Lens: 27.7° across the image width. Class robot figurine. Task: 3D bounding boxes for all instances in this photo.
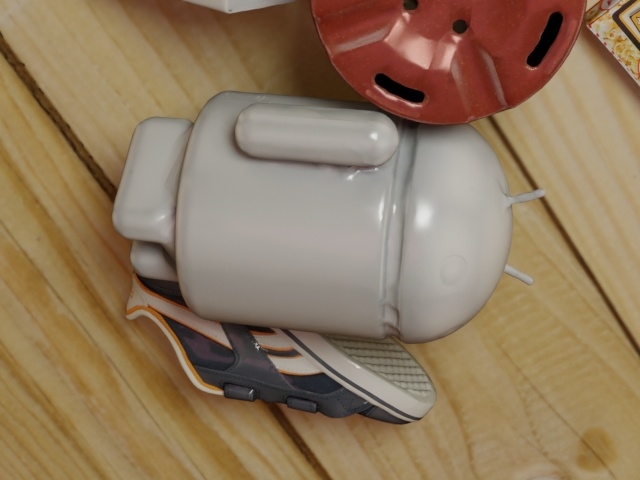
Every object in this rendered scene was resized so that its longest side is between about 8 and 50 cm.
[{"bbox_3d":[0.009,-0.021,1.101,0.353,0.200,0.300,7,156,8],"label":"robot figurine"}]

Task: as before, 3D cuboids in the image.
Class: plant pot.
[{"bbox_3d":[0.104,-0.228,1.044,0.272,0.265,0.272,2,114,5],"label":"plant pot"}]

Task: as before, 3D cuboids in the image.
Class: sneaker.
[{"bbox_3d":[-0.044,0.104,1.283,0.321,0.126,0.127,34,109,3],"label":"sneaker"}]

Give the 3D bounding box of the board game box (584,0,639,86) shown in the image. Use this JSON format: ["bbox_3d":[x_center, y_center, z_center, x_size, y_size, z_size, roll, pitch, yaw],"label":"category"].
[{"bbox_3d":[0.355,-0.204,1.147,0.193,0.045,0.147,-38,105,19],"label":"board game box"}]

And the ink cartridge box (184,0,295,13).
[{"bbox_3d":[-0.114,-0.285,1.086,0.203,0.086,0.148,24,121,40],"label":"ink cartridge box"}]
